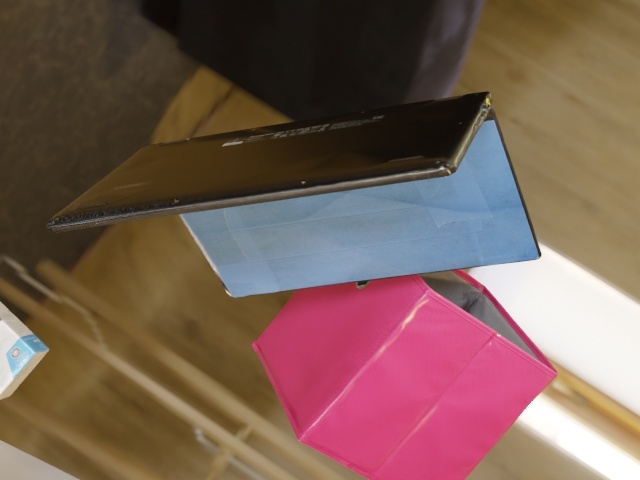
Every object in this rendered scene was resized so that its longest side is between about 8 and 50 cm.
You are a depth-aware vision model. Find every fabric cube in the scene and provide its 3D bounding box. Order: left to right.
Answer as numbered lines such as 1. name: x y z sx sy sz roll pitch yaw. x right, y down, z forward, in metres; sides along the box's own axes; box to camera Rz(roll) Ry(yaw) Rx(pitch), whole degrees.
1. fabric cube: 0.104 0.156 1.919 0.258 0.259 0.254 -50 -150 11

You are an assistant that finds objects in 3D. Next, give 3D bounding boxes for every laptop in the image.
1. laptop: 0.000 0.000 1.462 0.408 0.382 0.236 -54 133 -67

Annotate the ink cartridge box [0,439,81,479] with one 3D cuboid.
1. ink cartridge box: -0.409 0.408 1.709 0.197 0.198 0.270 -29 137 -60

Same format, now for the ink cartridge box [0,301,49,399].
1. ink cartridge box: -0.518 0.145 2.205 0.104 0.180 0.060 -48 172 10
